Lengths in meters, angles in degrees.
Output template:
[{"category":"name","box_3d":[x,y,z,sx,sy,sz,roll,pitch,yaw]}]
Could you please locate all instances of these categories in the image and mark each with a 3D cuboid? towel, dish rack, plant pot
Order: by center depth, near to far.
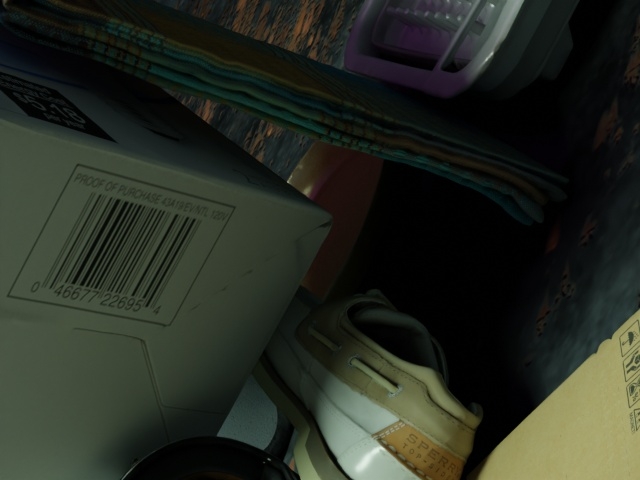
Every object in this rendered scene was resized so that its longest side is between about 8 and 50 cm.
[{"category":"towel","box_3d":[-0.044,-0.108,1.154,0.271,0.370,0.040,-133,63,-71]},{"category":"dish rack","box_3d":[0.144,-0.229,1.280,0.286,0.072,0.333,-63,19,2]},{"category":"plant pot","box_3d":[0.000,0.000,1.410,0.236,0.032,0.236,-53,21,30]}]

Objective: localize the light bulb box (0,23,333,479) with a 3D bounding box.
[{"category":"light bulb box","box_3d":[-0.256,-0.037,1.083,0.361,0.358,0.225,37,103,36]}]

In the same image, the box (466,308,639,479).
[{"category":"box","box_3d":[0.130,0.151,0.876,0.164,0.021,0.201,-50,23,34]}]

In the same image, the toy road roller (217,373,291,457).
[{"category":"toy road roller","box_3d":[-0.196,0.201,1.323,0.202,0.240,0.330,-29,38,60]}]

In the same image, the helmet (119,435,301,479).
[{"category":"helmet","box_3d":[-0.058,0.206,1.055,0.161,0.169,0.169,25,88,50]}]

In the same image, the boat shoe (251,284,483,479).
[{"category":"boat shoe","box_3d":[0.031,0.090,1.106,0.103,0.113,0.302,-51,25,8]}]
